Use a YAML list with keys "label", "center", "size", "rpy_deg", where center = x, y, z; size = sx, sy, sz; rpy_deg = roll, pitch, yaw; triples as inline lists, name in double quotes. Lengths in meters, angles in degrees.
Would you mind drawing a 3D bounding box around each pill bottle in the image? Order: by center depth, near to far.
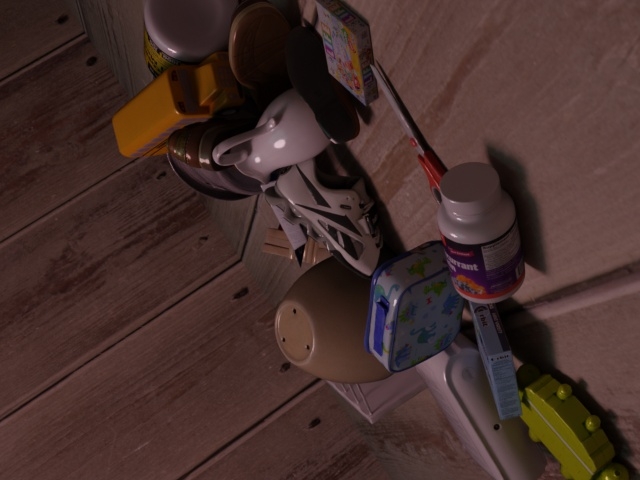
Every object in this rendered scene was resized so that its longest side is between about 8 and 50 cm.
- label: "pill bottle"
  center: [0.221, -0.012, 1.243]
  size: [0.108, 0.108, 0.194]
  rpy_deg: [43, 161, 45]
- label: "pill bottle"
  center: [-0.274, -0.417, 1.862]
  size: [0.188, 0.187, 0.334]
  rpy_deg: [56, 167, 0]

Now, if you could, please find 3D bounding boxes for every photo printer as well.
- label: "photo printer"
  center: [0.287, 0.301, 1.718]
  size: [0.308, 0.107, 0.256]
  rpy_deg: [58, 174, -8]

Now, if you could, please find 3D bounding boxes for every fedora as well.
- label: "fedora"
  center: [-0.186, -0.189, 1.936]
  size: [0.275, 0.244, 0.124]
  rpy_deg: [34, -174, -34]

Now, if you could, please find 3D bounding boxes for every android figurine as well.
- label: "android figurine"
  center: [0.404, 0.311, 1.471]
  size: [0.248, 0.056, 0.273]
  rpy_deg: [50, 168, 27]

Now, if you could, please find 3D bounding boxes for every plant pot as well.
- label: "plant pot"
  center: [0.018, 0.172, 1.848]
  size: [0.284, 0.190, 0.284]
  rpy_deg: [14, 108, 49]

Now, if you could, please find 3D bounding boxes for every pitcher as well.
- label: "pitcher"
  center: [-0.078, -0.189, 1.595]
  size: [0.177, 0.207, 0.126]
  rpy_deg: [-2, -117, -57]

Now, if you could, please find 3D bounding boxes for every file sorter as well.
- label: "file sorter"
  center: [0.109, 0.263, 2.122]
  size: [0.277, 0.192, 0.173]
  rpy_deg: [32, 149, 61]

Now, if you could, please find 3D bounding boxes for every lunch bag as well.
- label: "lunch bag"
  center: [0.161, 0.114, 1.530]
  size: [0.090, 0.176, 0.219]
  rpy_deg: [42, 143, 38]

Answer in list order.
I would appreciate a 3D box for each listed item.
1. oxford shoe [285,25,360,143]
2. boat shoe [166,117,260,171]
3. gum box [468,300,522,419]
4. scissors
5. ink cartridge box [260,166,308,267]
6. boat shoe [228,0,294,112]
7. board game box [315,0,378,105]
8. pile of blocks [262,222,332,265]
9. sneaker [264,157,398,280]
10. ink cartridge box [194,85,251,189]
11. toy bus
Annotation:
- label: "oxford shoe"
  center: [0.004, -0.263, 1.519]
  size: [0.212, 0.076, 0.076]
  rpy_deg: [66, -155, 0]
- label: "boat shoe"
  center: [-0.190, -0.193, 1.735]
  size: [0.104, 0.111, 0.307]
  rpy_deg: [12, -173, 17]
- label: "gum box"
  center: [0.286, 0.180, 1.478]
  size: [0.157, 0.041, 0.184]
  rpy_deg: [-99, -7, -45]
- label: "scissors"
  center: [0.152, -0.135, 1.382]
  size: [0.297, 0.021, 0.109]
  rpy_deg: [54, 168, 5]
- label: "ink cartridge box"
  center: [-0.050, -0.096, 1.890]
  size: [0.223, 0.045, 0.224]
  rpy_deg: [-80, -27, -51]
- label: "boat shoe"
  center: [-0.116, -0.351, 1.612]
  size: [0.123, 0.123, 0.342]
  rpy_deg: [60, 179, 16]
- label: "board game box"
  center: [0.042, -0.294, 1.386]
  size: [0.103, 0.026, 0.154]
  rpy_deg: [48, 165, 33]
- label: "pile of blocks"
  center: [0.000, 0.000, 2.125]
  size: [0.362, 0.148, 0.113]
  rpy_deg: [13, 93, 58]
- label: "sneaker"
  center: [0.063, -0.042, 1.726]
  size: [0.330, 0.146, 0.122]
  rpy_deg: [36, -160, -19]
- label: "ink cartridge box"
  center: [-0.225, -0.242, 2.032]
  size: [0.092, 0.219, 0.160]
  rpy_deg: [39, 158, 55]
- label: "toy bus"
  center: [-0.285, -0.266, 1.780]
  size: [0.332, 0.130, 0.108]
  rpy_deg: [-21, 80, 52]
